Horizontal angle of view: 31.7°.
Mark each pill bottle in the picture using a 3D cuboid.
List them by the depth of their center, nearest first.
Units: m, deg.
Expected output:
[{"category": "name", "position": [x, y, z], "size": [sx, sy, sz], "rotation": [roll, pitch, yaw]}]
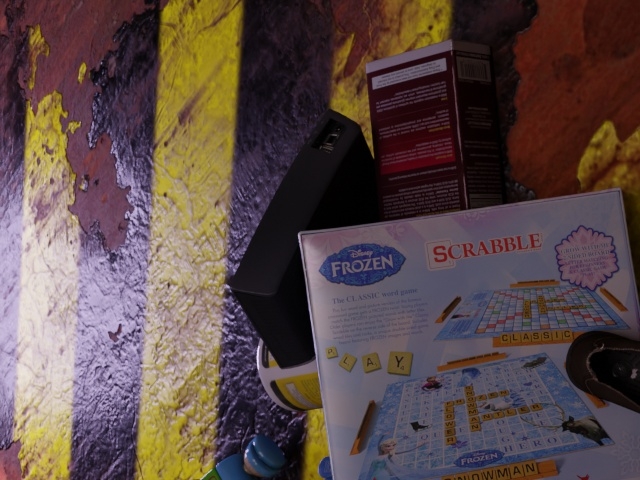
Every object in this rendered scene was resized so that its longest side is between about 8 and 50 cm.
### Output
[{"category": "pill bottle", "position": [0.034, 0.130, 1.315], "size": [0.208, 0.119, 0.119], "rotation": [-17, 80, 44]}]

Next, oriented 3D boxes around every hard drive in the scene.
[{"category": "hard drive", "position": [0.000, 0.000, 1.240], "size": [0.054, 0.172, 0.255], "rotation": [9, 55, 29]}]

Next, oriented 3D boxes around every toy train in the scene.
[{"category": "toy train", "position": [-0.066, 0.383, 1.448], "size": [0.143, 0.105, 0.248], "rotation": [-45, 61, 21]}]

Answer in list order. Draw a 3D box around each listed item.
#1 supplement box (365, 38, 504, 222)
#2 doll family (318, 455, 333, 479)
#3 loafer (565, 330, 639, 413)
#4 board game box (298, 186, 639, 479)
[{"category": "supplement box", "position": [0.128, -0.089, 1.245], "size": [0.130, 0.073, 0.240], "rotation": [-7, 86, 45]}, {"category": "doll family", "position": [0.076, 0.364, 1.235], "size": [0.118, 0.163, 0.263], "rotation": [-10, 56, 35]}, {"category": "loafer", "position": [0.327, 0.139, 1.006], "size": [0.220, 0.078, 0.080], "rotation": [12, 91, 13]}, {"category": "board game box", "position": [0.156, 0.127, 1.102], "size": [0.318, 0.066, 0.318], "rotation": [-7, 85, 2]}]
